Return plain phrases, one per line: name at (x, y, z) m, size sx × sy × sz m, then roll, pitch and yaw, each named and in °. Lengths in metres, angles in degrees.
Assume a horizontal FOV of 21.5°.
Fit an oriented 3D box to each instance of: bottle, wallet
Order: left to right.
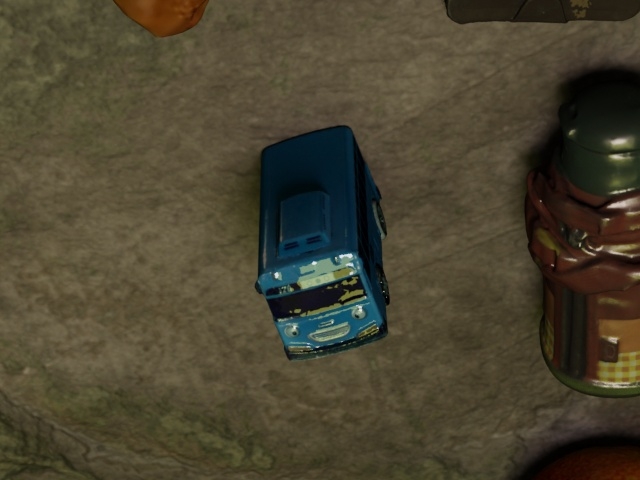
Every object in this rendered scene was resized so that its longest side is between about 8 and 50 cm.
wallet at (0.172, -0.201, 1.286) m, size 0.156 × 0.018 × 0.082 m, roll 1°, pitch 131°, yaw -4°
bottle at (0.247, -0.002, 1.378) m, size 0.156 × 0.143 × 0.271 m, roll -5°, pitch 129°, yaw 2°

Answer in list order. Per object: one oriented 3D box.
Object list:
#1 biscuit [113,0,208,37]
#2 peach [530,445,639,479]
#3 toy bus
biscuit at (-0.015, -0.342, 0.914) m, size 0.166 × 0.395 × 0.342 m, roll 33°, pitch 123°, yaw -24°
peach at (0.287, 0.305, 1.601) m, size 0.231 × 0.231 × 0.231 m, roll -1°, pitch 130°, yaw -1°
toy bus at (0.000, 0.000, 1.344) m, size 0.090 × 0.185 × 0.106 m, roll -15°, pitch 127°, yaw 10°
